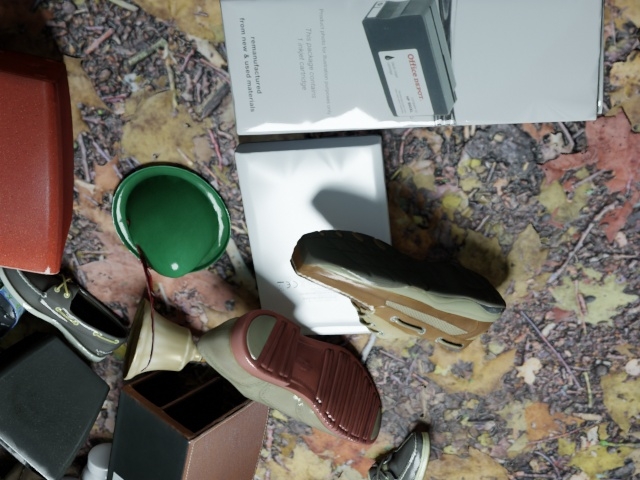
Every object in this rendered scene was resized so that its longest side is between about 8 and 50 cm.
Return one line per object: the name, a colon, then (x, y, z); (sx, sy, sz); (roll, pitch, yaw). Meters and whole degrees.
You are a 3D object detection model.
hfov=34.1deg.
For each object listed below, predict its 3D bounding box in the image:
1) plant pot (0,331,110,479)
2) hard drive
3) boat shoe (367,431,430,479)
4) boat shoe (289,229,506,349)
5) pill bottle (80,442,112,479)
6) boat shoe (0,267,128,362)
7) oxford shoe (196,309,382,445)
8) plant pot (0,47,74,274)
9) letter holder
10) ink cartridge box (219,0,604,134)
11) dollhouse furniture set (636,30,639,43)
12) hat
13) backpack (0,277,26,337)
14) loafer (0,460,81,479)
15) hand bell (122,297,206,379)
plant pot: (-0.436, 0.243, 1.603); (0.187, 0.167, 0.188); (47, 157, -16)
hard drive: (0.000, 0.000, 1.503); (0.203, 0.040, 0.307); (-3, 120, 9)
boat shoe: (0.110, 0.392, 1.695); (0.073, 0.080, 0.223); (18, 125, -9)
boat shoe: (0.104, 0.084, 1.451); (0.324, 0.122, 0.119); (18, 115, -22)
pill bottle: (-0.364, 0.424, 1.769); (0.087, 0.087, 0.160); (10, 120, 1)
boat shoe: (-0.388, 0.091, 1.586); (0.069, 0.081, 0.228); (-33, 118, 20)
oxford shoe: (-0.038, 0.210, 1.583); (0.130, 0.123, 0.348); (-12, 137, 40)
plant pot: (-0.445, -0.127, 1.356); (0.267, 0.267, 0.235); (11, 104, -13)
letter holder: (-0.214, 0.353, 1.689); (0.152, 0.214, 0.301); (30, 123, 27)
ink cartridge box: (0.110, -0.254, 1.199); (0.395, 0.285, 0.166); (-1, 119, 7)
dollhouse furniture set: (0.502, -0.210, 1.265); (0.184, 0.129, 0.129); (40, 117, -16)
hat: (-0.221, 0.024, 1.461); (0.173, 0.183, 0.208); (-26, 114, 20)
backpack: (-0.505, 0.086, 1.591); (0.105, 0.084, 0.114); (-37, 105, 25)
loafer: (-0.518, 0.452, 1.803); (0.134, 0.130, 0.366); (14, 139, -42)
hand bell: (-0.171, 0.177, 1.609); (0.242, 0.126, 0.126); (14, 122, -16)
